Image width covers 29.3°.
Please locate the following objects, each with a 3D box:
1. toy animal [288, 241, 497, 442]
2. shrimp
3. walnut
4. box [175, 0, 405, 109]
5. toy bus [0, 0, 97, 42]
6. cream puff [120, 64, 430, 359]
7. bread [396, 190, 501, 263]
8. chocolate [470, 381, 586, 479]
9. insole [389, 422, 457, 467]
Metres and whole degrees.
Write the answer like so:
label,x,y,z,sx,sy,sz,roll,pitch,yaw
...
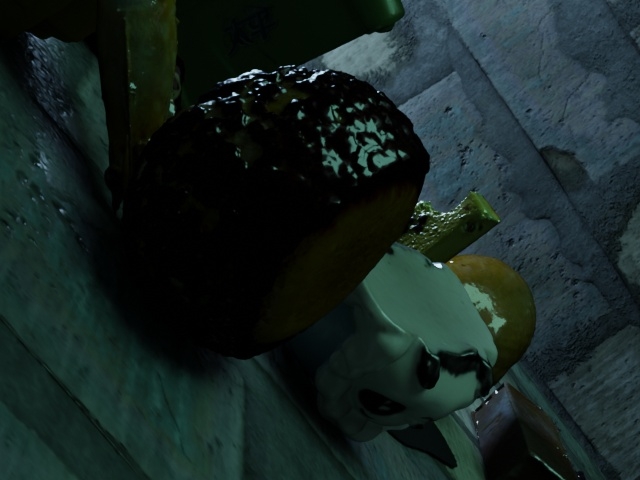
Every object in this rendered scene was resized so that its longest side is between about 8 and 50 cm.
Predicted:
label,x,y,z,sx,sy,sz,roll,pitch,yaw
toy animal,0.051,0.093,1.167,0.208,0.156,0.204,14,43,-51
shrimp,-0.142,-0.150,0.987,0.152,0.063,0.287,-15,106,-89
walnut,0.192,0.112,1.694,0.203,0.203,0.298,57,13,13
box,-0.070,-0.250,1.307,0.253,0.328,0.178,-77,143,-76
toy bus,-0.265,-0.260,0.926,0.335,0.121,0.123,45,19,-50
cream puff,-0.038,-0.029,0.912,0.165,0.239,0.239,45,6,17
bread,0.121,0.007,1.597,0.049,0.226,0.088,36,21,-47
chocolate,0.296,0.313,1.790,0.112,0.112,0.321,45,11,-10
insole,0.097,0.207,1.443,0.322,0.007,0.109,41,18,-57
